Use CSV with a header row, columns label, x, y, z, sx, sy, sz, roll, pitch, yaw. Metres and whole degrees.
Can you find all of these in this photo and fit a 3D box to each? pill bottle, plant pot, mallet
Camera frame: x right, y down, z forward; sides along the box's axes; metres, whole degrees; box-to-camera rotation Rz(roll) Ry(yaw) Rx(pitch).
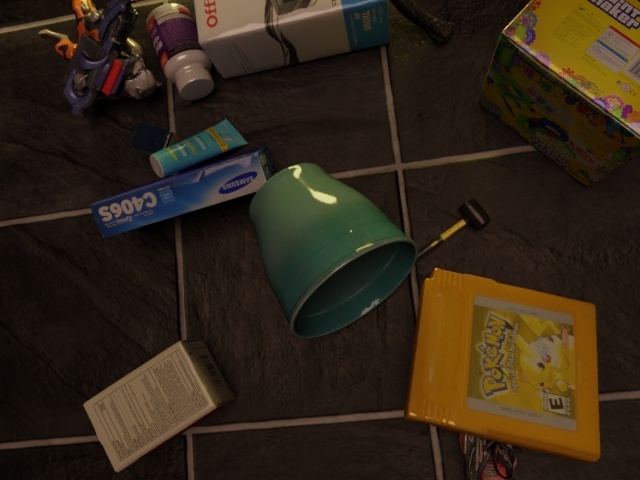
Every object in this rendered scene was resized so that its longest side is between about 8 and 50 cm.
label,x,y,z,sx,sy,sz,roll,pitch,yaw
pill bottle,-0.309,-0.417,1.161,0.108,0.108,0.194,-25,78,4
plant pot,0.000,0.000,0.980,0.271,0.272,0.255,-36,64,2
mallet,0.247,-0.016,1.052,0.189,0.039,0.062,-30,78,7

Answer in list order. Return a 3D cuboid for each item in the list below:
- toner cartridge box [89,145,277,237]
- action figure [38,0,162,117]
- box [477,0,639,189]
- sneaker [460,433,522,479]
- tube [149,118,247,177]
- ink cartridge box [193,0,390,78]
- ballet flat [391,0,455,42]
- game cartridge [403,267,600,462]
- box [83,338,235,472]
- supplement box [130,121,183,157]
label,x,y,z,sx,sy,sz,roll,pitch,yaw
toner cartridge box,-0.271,-0.104,1.070,0.347,0.165,0.075,-16,105,6
action figure,-0.470,-0.461,1.165,0.341,0.178,0.330,-44,81,25
box,0.468,-0.277,0.934,0.290,0.279,0.177,43,89,12
sneaker,0.310,0.344,0.943,0.120,0.112,0.299,-10,79,7
tube,-0.263,-0.198,1.118,0.207,0.052,0.080,-33,80,-32
ink cartridge box,-0.068,-0.548,1.116,0.394,0.166,0.286,-10,79,7
ballet flat,0.208,-0.483,1.093,0.173,0.057,0.049,29,106,-22
game cartridge,0.327,0.210,0.926,0.323,0.053,0.286,13,63,0
box,-0.314,0.320,1.033,0.232,0.127,0.149,-33,78,3
supplement box,-0.356,-0.212,1.148,0.083,0.083,0.056,18,84,11
